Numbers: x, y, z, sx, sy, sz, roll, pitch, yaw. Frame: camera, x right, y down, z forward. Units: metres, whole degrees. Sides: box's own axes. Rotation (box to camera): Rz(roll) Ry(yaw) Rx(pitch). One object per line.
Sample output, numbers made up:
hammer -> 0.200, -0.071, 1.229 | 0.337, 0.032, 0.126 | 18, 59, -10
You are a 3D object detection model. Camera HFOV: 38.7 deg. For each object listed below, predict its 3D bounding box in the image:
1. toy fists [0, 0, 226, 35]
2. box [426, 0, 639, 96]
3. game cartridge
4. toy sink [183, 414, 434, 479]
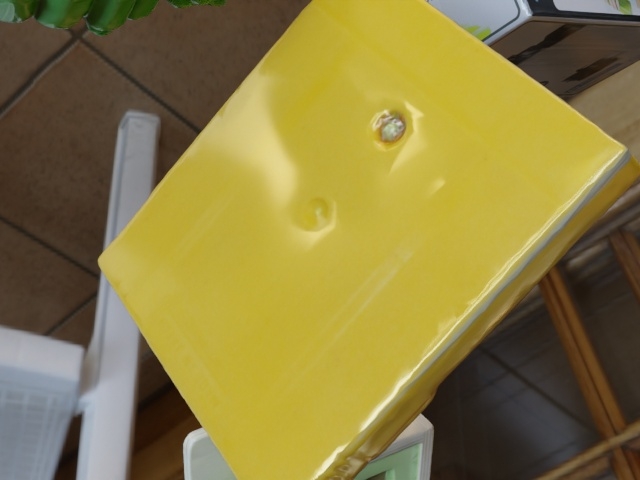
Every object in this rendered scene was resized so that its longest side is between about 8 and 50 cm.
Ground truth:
toy fists -> -0.132, -0.221, 0.643 | 0.279, 0.142, 0.096 | -30, 161, -46
box -> 0.211, -0.208, 0.879 | 0.290, 0.087, 0.169 | -9, 167, -42
game cartridge -> 0.009, -0.012, 0.644 | 0.323, 0.285, 0.053 | -49, 143, 10
toy sink -> -0.010, 0.262, 0.963 | 0.234, 0.131, 0.152 | -14, 121, -27
